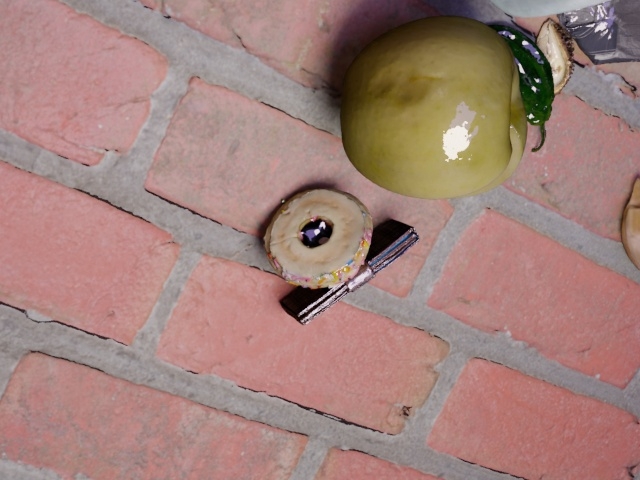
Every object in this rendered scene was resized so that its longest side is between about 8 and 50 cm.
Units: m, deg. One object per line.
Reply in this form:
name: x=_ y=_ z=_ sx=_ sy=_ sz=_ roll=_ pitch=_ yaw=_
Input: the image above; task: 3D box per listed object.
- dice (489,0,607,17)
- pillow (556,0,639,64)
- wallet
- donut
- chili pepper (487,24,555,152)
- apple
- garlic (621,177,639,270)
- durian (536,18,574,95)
dice: x=0.361 y=-0.476 z=1.610 sx=0.268 sy=0.263 sz=0.264 roll=-29 pitch=110 yaw=-34
pillow: x=0.534 y=-0.374 z=1.869 sx=0.335 sy=0.092 sz=0.161 roll=-9 pitch=108 yaw=-20
wallet: x=0.044 y=0.047 z=1.794 sx=0.230 sy=0.124 sz=0.042 roll=-34 pitch=102 yaw=-8
donut: x=0.000 y=0.000 z=1.738 sx=0.175 sy=0.174 sz=0.068 roll=-39 pitch=148 yaw=-6
chili pepper: x=0.310 y=-0.254 z=1.829 sx=0.122 sy=0.065 sz=0.279 roll=-38 pitch=118 yaw=20
apple: x=0.166 y=-0.183 z=1.669 sx=0.254 sy=0.292 sz=0.291 roll=4 pitch=114 yaw=19
garlic: x=0.696 y=-0.017 z=2.060 sx=0.339 sy=0.151 sz=0.196 roll=-3 pitch=98 yaw=-25
durian: x=0.383 y=-0.296 z=1.871 sx=0.066 sy=0.052 sz=0.130 roll=6 pitch=108 yaw=14
